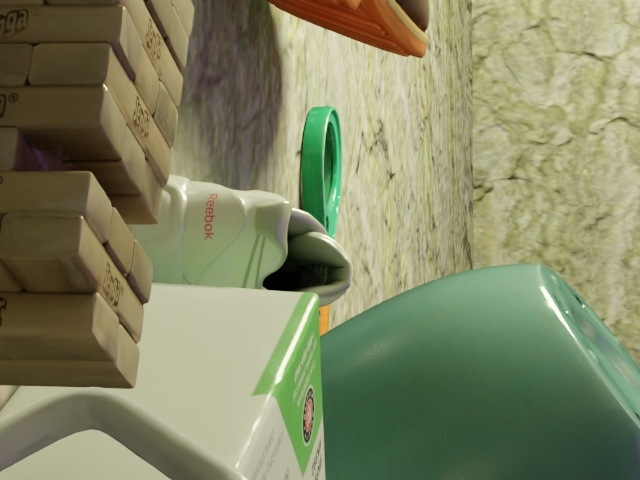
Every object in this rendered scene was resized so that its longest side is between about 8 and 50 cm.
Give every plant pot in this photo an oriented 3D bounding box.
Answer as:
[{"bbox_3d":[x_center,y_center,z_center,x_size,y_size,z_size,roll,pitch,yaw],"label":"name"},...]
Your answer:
[{"bbox_3d":[0.101,0.155,1.011,0.293,0.235,0.293,48,14,-16],"label":"plant pot"}]

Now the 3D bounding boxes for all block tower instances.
[{"bbox_3d":[-0.100,-0.114,0.641,0.091,0.097,0.335,69,23,-65],"label":"block tower"}]

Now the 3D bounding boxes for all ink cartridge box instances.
[{"bbox_3d":[-0.070,0.192,0.767,0.211,0.121,0.289,-65,155,-63],"label":"ink cartridge box"}]

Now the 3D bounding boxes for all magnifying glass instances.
[{"bbox_3d":[0.000,0.000,1.364,0.092,0.026,0.231,44,50,-76],"label":"magnifying glass"}]

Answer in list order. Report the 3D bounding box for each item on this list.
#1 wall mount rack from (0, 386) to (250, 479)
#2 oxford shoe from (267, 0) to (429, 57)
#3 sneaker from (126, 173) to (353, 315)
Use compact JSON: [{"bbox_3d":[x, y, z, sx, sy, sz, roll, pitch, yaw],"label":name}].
[{"bbox_3d":[-0.140,0.200,0.429,0.304,0.130,0.350,-29,129,-32],"label":"wall mount rack"},{"bbox_3d":[0.026,-0.214,1.108,0.363,0.130,0.133,20,92,-79],"label":"oxford shoe"},{"bbox_3d":[-0.035,0.031,0.939,0.232,0.115,0.090,59,34,-70],"label":"sneaker"}]
